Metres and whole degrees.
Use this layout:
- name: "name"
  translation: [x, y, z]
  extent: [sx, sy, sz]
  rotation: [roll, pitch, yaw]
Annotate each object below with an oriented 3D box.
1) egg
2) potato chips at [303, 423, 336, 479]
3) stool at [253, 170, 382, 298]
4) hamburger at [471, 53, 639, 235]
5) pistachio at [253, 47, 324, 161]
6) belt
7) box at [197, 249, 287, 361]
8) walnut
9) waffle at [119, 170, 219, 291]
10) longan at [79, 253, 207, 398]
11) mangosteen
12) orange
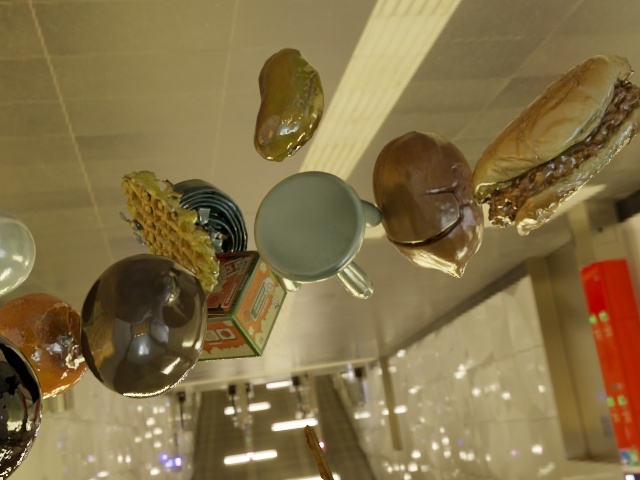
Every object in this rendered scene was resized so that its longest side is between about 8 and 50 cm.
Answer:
- name: "egg"
  translation: [-0.529, 0.018, 1.165]
  extent: [0.151, 0.151, 0.209]
  rotation: [-19, 169, 39]
- name: "potato chips"
  translation: [0.012, 0.450, 1.567]
  extent: [0.037, 0.204, 0.026]
  rotation: [-45, 133, 7]
- name: "stool"
  translation: [0.000, 0.000, 1.398]
  extent: [0.195, 0.195, 0.199]
  rotation: [4, 164, 15]
- name: "hamburger"
  translation: [0.338, -0.134, 1.118]
  extent: [0.283, 0.144, 0.259]
  rotation: [-49, 173, 4]
- name: "pistachio"
  translation: [-0.042, -0.203, 1.163]
  extent: [0.100, 0.190, 0.110]
  rotation: [26, 147, -31]
- name: "belt"
  translation: [-0.282, -0.021, 1.879]
  extent: [0.206, 0.116, 0.268]
  rotation: [-42, 125, -8]
- name: "box"
  translation: [-0.203, 0.144, 1.730]
  extent: [0.177, 0.195, 0.148]
  rotation: [-9, 129, 29]
- name: "walnut"
  translation: [0.216, -0.066, 1.502]
  extent: [0.203, 0.298, 0.203]
  rotation: [-26, -178, 1]
- name: "waffle"
  translation: [-0.300, -0.019, 1.578]
  extent: [0.060, 0.281, 0.262]
  rotation: [-37, -160, -33]
- name: "longan"
  translation: [-0.228, 0.111, 1.012]
  extent: [0.189, 0.189, 0.189]
  rotation: [-8, 167, -2]
- name: "mangosteen"
  translation: [-0.559, 0.269, 1.176]
  extent: [0.296, 0.297, 0.313]
  rotation: [-10, 142, 7]
- name: "orange"
  translation: [-0.566, 0.213, 1.607]
  extent: [0.170, 0.224, 0.224]
  rotation: [-9, 168, 31]
